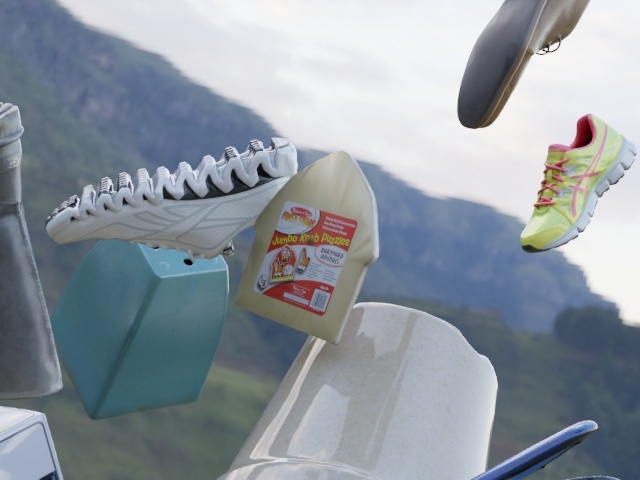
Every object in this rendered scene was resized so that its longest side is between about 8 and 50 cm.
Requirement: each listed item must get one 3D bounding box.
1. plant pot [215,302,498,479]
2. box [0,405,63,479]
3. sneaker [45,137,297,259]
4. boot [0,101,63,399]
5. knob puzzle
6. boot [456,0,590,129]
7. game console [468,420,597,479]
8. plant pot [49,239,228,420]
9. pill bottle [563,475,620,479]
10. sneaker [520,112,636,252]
[{"bbox_3d":[0.047,0.246,1.622,0.333,0.305,0.334,13,-39,11],"label":"plant pot"},{"bbox_3d":[-0.321,0.327,1.496,0.087,0.290,0.169,0,18,44],"label":"box"},{"bbox_3d":[-0.161,-0.027,1.712,0.292,0.118,0.110,-12,15,2],"label":"sneaker"},{"bbox_3d":[-0.273,0.006,1.101,0.189,0.209,0.076,9,27,30],"label":"boot"},{"bbox_3d":[0.000,0.000,1.622,0.030,0.213,0.213,22,-10,-41],"label":"knob puzzle"},{"bbox_3d":[0.292,-0.279,2.110,0.115,0.305,0.112,26,1,-33],"label":"boot"},{"bbox_3d":[0.112,0.280,1.229,0.173,0.250,0.293,3,-15,0],"label":"game console"},{"bbox_3d":[-0.221,0.082,1.969,0.165,0.234,0.166,-7,49,-37],"label":"plant pot"},{"bbox_3d":[0.258,0.340,1.437,0.122,0.219,0.123,-6,-25,-3],"label":"pill bottle"},{"bbox_3d":[0.304,-0.074,1.922,0.094,0.208,0.081,47,-23,-21],"label":"sneaker"}]
